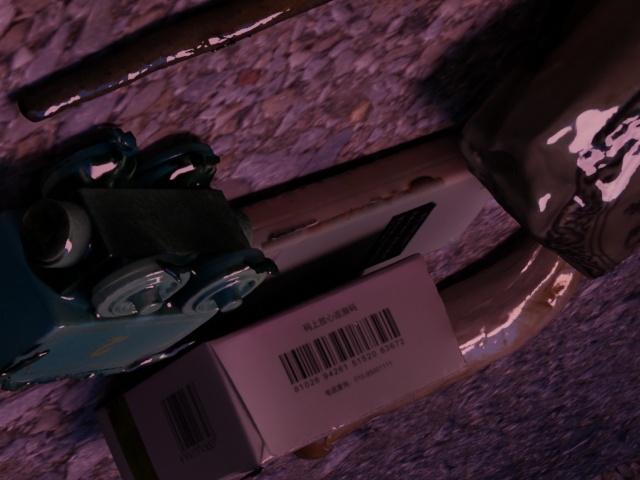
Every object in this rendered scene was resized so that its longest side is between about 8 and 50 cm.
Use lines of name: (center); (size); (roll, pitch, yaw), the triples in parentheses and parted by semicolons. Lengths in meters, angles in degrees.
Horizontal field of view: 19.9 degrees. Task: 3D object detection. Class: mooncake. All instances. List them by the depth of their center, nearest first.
mooncake: (0.240, -0.099, 1.389); (0.250, 0.136, 0.254); (-46, 160, 2)

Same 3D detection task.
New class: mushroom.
mushroom: (0.109, 0.099, 1.798); (0.351, 0.095, 0.123); (-32, 144, -7)

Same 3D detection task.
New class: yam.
yam: (-0.068, -0.120, 1.070); (0.234, 0.029, 0.027); (-26, 171, -17)

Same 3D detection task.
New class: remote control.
remote control: (0.000, -0.001, 1.434); (0.344, 0.050, 0.145); (-20, 158, -34)

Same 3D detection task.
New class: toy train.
toy train: (-0.136, 0.018, 1.189); (0.163, 0.112, 0.203); (-35, 161, 28)

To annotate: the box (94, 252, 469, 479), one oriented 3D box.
box: (-0.040, 0.123, 1.488); (0.200, 0.106, 0.299); (-22, 175, -27)
